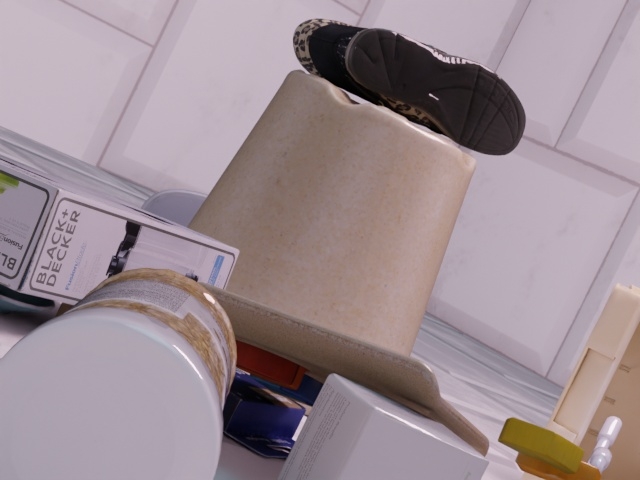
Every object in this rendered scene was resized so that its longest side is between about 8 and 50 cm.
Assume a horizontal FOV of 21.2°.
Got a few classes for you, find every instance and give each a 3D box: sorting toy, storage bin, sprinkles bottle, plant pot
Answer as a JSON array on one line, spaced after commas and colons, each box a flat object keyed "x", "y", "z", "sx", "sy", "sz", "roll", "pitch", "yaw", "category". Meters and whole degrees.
[{"x": 0.054, "y": 0.127, "z": 1.289, "sx": 0.307, "sy": 0.041, "sz": 0.229, "roll": 19, "pitch": -14, "yaw": 21, "category": "sorting toy"}, {"x": 0.390, "y": 0.211, "z": 1.908, "sx": 0.260, "sy": 0.262, "sz": 0.123, "roll": 24, "pitch": 2, "yaw": -37, "category": "storage bin"}, {"x": -0.112, "y": 0.086, "z": 0.987, "sx": 0.121, "sy": 0.121, "sz": 0.355, "roll": 26, "pitch": 2, "yaw": -3, "category": "sprinkles bottle"}, {"x": 0.000, "y": 0.000, "z": 1.799, "sx": 0.333, "sy": 0.306, "sz": 0.334, "roll": 26, "pitch": 2, "yaw": -1, "category": "plant pot"}]

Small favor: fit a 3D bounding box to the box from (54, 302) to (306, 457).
[{"x": -0.103, "y": 0.117, "z": 1.436, "sx": 0.225, "sy": 0.037, "sz": 0.136, "roll": 29, "pitch": 3, "yaw": 24, "category": "box"}]

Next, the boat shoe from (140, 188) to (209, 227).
[{"x": -0.064, "y": 0.050, "z": 2.099, "sx": 0.367, "sy": 0.136, "sz": 0.156, "roll": 29, "pitch": 2, "yaw": -10, "category": "boat shoe"}]

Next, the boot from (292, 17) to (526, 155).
[{"x": 0.094, "y": -0.173, "z": 1.849, "sx": 0.236, "sy": 0.085, "sz": 0.178, "roll": 24, "pitch": 1, "yaw": -30, "category": "boot"}]

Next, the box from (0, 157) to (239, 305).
[{"x": -0.215, "y": -0.002, "z": 1.454, "sx": 0.169, "sy": 0.087, "sz": 0.290, "roll": 22, "pitch": 1, "yaw": 29, "category": "box"}]

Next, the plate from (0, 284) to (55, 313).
[{"x": -0.309, "y": 0.023, "z": 1.413, "sx": 0.188, "sy": 0.024, "sz": 0.188, "roll": 25, "pitch": 3, "yaw": -1, "category": "plate"}]

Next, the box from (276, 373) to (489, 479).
[{"x": 0.039, "y": 0.162, "z": 1.161, "sx": 0.102, "sy": 0.101, "sz": 0.087, "roll": 26, "pitch": 2, "yaw": -22, "category": "box"}]

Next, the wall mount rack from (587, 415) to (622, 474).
[{"x": 0.332, "y": 0.272, "z": 1.568, "sx": 0.350, "sy": 0.130, "sz": 0.304, "roll": 28, "pitch": 3, "yaw": 11, "category": "wall mount rack"}]
